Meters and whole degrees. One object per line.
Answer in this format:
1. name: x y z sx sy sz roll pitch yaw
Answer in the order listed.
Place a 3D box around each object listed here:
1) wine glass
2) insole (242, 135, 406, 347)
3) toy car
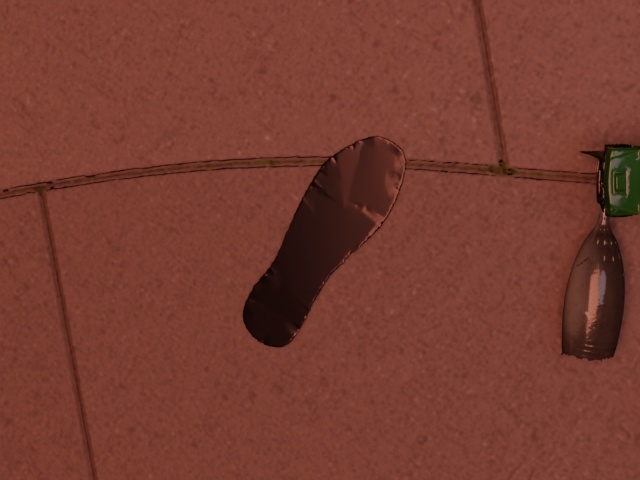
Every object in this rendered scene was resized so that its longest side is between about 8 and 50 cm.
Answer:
1. wine glass: 0.266 0.015 1.481 0.066 0.066 0.198 7 99 16
2. insole: 0.000 0.000 1.590 0.086 0.005 0.253 37 105 11
3. toy car: 0.331 -0.056 1.421 0.165 0.062 0.071 -3 96 -19
